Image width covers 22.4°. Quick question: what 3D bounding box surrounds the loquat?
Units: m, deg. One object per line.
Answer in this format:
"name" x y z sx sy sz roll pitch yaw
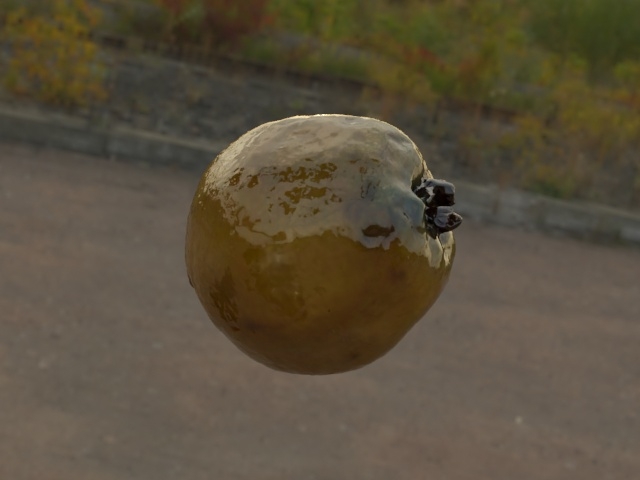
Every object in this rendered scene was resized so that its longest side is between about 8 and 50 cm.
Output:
"loquat" 0.000 0.000 1.197 0.234 0.187 0.176 -11 14 31
